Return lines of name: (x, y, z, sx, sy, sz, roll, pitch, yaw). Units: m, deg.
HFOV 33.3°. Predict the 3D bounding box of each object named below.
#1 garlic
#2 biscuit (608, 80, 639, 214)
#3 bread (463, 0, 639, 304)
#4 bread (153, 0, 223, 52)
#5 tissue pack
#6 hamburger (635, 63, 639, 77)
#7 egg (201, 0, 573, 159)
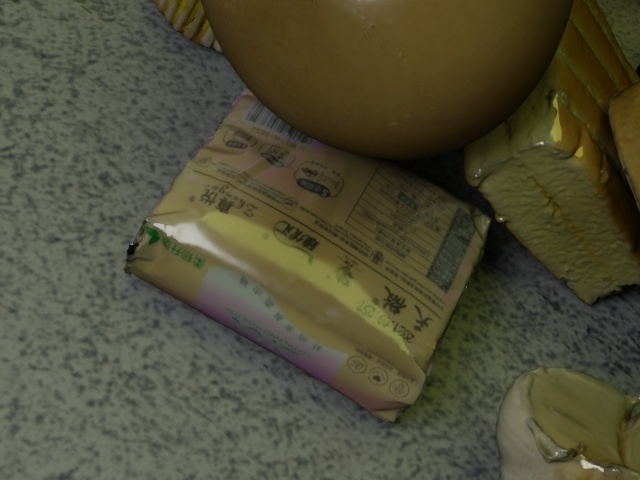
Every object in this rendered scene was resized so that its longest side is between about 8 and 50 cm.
garlic: (0.261, 0.216, 0.810, 0.281, 0.185, 0.203, 17, 23, 17)
biscuit: (0.346, -0.039, 0.978, 0.343, 0.057, 0.287, 21, 52, -50)
bread: (0.227, -0.097, 0.986, 0.246, 0.111, 0.239, 41, 44, -41)
bread: (-0.076, -0.305, 1.071, 0.179, 0.133, 0.250, 16, 55, -13)
tissue pack: (0.000, 0.000, 0.892, 0.256, 0.123, 0.215, 28, 53, 3)
hamburger: (0.447, -0.191, 1.129, 0.149, 0.237, 0.237, 43, 54, 13)
egg: (0.049, -0.230, 0.832, 0.301, 0.301, 0.374, 1, 58, -19)
